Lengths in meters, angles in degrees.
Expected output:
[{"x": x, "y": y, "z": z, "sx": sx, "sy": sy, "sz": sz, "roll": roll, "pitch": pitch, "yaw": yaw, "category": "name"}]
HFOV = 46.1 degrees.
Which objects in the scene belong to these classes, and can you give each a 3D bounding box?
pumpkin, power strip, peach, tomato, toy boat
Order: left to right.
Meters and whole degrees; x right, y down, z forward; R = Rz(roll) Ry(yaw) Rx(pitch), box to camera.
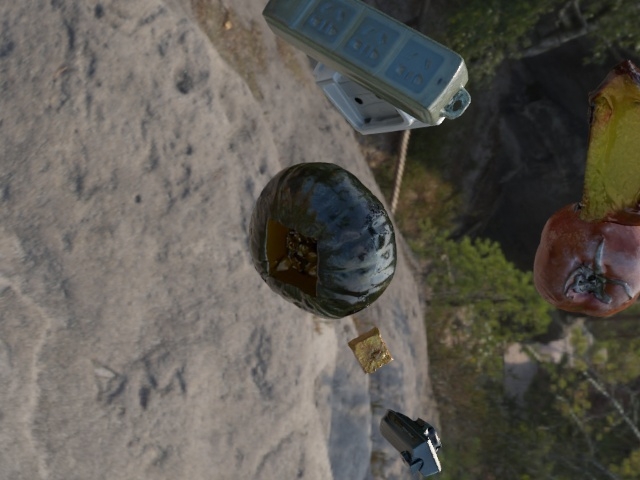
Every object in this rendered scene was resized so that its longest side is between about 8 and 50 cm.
[{"x": 0.000, "y": 0.000, "z": 1.465, "sx": 0.192, "sy": 0.320, "sz": 0.320, "roll": -31, "pitch": 102, "yaw": -48, "category": "pumpkin"}, {"x": 0.048, "y": -0.220, "z": 0.845, "sx": 0.078, "sy": 0.272, "sz": 0.052, "roll": -53, "pitch": 158, "yaw": -2, "category": "power strip"}, {"x": 0.105, "y": 0.234, "z": 1.599, "sx": 0.074, "sy": 0.054, "sz": 0.083, "roll": -27, "pitch": 104, "yaw": 0, "category": "pumpkin"}, {"x": 0.119, "y": 0.270, "z": 1.037, "sx": 0.060, "sy": 0.141, "sz": 0.055, "roll": -27, "pitch": 108, "yaw": -14, "category": "toy boat"}, {"x": 0.529, "y": 0.031, "z": 1.457, "sx": 0.232, "sy": 0.232, "sz": 0.188, "roll": 49, "pitch": 31, "yaw": -22, "category": "tomato"}, {"x": 0.533, "y": -0.156, "z": 1.228, "sx": 0.154, "sy": 0.159, "sz": 0.267, "roll": 0, "pitch": 94, "yaw": -32, "category": "peach"}]

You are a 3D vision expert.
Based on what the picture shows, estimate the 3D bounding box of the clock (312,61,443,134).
[{"x": 0.129, "y": -0.340, "z": 1.750, "sx": 0.231, "sy": 0.262, "sz": 0.116, "roll": 50, "pitch": 61, "yaw": -31, "category": "clock"}]
